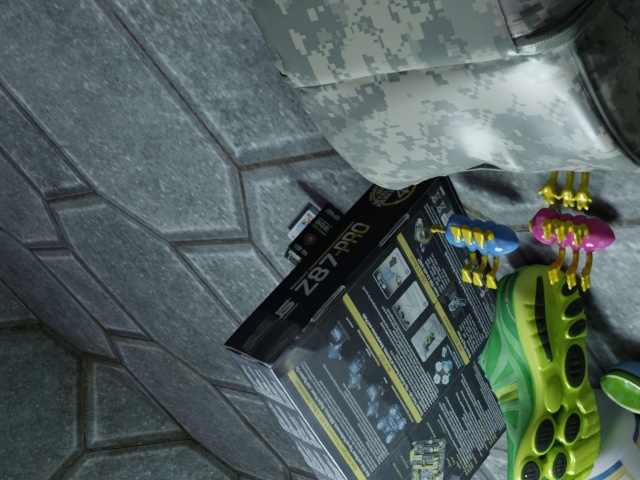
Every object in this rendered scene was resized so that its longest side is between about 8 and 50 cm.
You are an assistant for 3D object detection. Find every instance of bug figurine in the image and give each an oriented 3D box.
[{"bbox_3d":[0.194,-0.060,1.022,0.216,0.072,0.279,17,142,32],"label":"bug figurine"}]

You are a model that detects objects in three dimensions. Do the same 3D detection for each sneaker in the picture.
[{"bbox_3d":[0.256,0.173,1.182,0.123,0.109,0.295,-167,76,-73],"label":"sneaker"}]

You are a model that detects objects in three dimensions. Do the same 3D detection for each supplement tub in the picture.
[{"bbox_3d":[0.368,0.303,1.275,0.199,0.144,0.144,53,154,-22],"label":"supplement tub"}]

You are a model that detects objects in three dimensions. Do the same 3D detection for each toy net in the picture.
[{"bbox_3d":[0.432,0.194,1.120,0.232,0.045,0.122,10,140,49],"label":"toy net"}]

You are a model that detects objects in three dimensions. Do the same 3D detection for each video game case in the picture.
[{"bbox_3d":[0.000,0.000,1.489,0.087,0.011,0.122,43,156,-1],"label":"video game case"}]

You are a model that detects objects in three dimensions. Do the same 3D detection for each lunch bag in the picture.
[{"bbox_3d":[0.121,-0.158,0.773,0.305,0.212,0.256,1,128,46],"label":"lunch bag"}]

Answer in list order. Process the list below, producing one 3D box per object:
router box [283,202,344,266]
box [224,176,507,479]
[{"bbox_3d":[0.025,0.021,1.388,0.122,0.092,0.038,39,155,5],"label":"router box"},{"bbox_3d":[0.099,0.155,1.225,0.097,0.318,0.395,15,145,46],"label":"box"}]
